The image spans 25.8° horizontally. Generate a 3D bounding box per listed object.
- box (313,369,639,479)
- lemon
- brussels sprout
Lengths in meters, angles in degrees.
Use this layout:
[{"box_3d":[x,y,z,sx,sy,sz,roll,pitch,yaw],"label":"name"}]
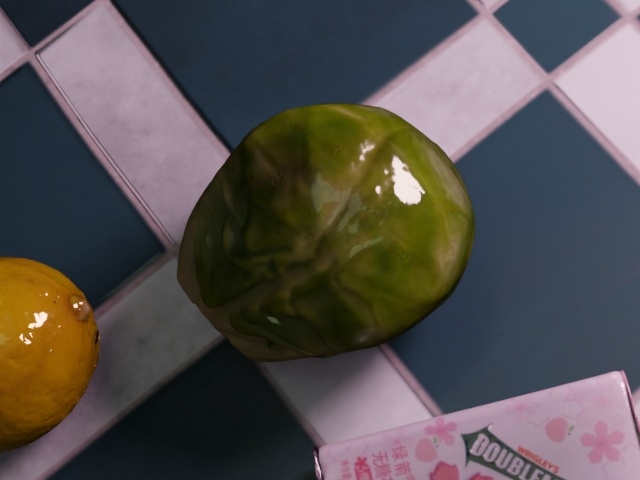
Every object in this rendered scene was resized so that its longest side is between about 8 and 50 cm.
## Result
[{"box_3d":[0.180,0.279,1.544,0.370,0.112,0.190,-16,68,6],"label":"box"},{"box_3d":[-0.393,0.138,1.656,0.263,0.236,0.236,-16,66,39],"label":"lemon"},{"box_3d":[0.000,-0.004,1.592,0.355,0.281,0.289,-38,85,22],"label":"brussels sprout"}]
